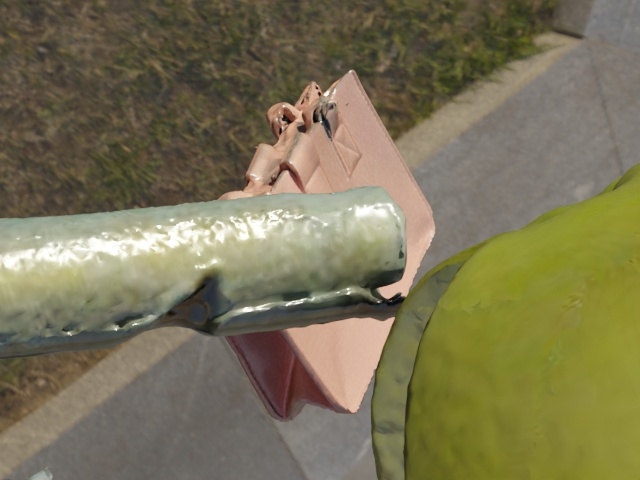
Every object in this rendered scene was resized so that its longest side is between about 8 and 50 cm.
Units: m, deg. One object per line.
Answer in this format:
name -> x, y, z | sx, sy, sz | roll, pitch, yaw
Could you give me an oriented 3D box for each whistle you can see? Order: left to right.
whistle -> -0.115, 0.018, 0.491 | 0.326, 0.057, 0.068 | -4, 79, -19

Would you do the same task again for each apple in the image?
apple -> 0.151, 0.096, 0.422 | 0.292, 0.292, 0.254 | -27, 89, -21

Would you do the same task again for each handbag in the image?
handbag -> 0.000, 0.000, 0.738 | 0.157, 0.059, 0.212 | 59, 38, -28

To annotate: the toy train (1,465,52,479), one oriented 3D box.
toy train -> -0.295, 0.280, 0.815 | 0.261, 0.134, 0.177 | -29, 100, -20
